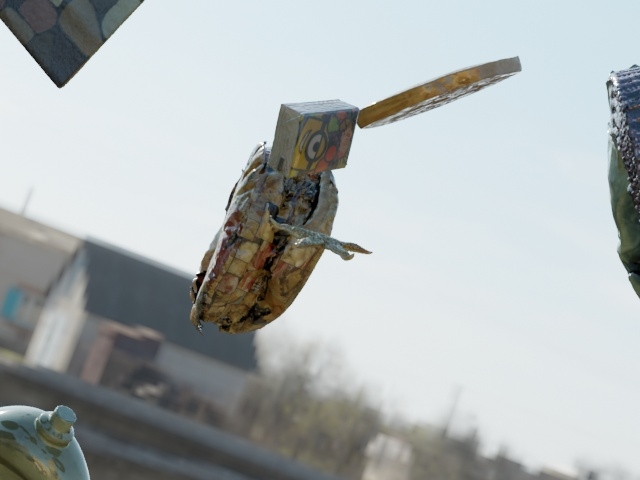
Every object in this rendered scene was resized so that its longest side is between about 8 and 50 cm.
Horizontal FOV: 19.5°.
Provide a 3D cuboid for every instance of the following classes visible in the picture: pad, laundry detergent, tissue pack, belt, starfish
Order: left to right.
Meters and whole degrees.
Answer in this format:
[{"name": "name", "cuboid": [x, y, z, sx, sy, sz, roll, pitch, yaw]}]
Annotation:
[{"name": "laundry detergent", "cuboid": [-0.338, 0.275, 2.031, 0.181, 0.253, 0.091, 45, 26, 10]}, {"name": "pad", "cuboid": [-0.268, -0.277, 1.872, 0.235, 0.158, 0.003, 49, 9, 30]}, {"name": "tissue pack", "cuboid": [-0.007, -0.092, 1.674, 0.035, 0.063, 0.083, 25, 21, 33]}, {"name": "starfish", "cuboid": [0.000, 0.000, 1.584, 0.086, 0.016, 0.092, 14, 7, -37]}, {"name": "belt", "cuboid": [0.328, -0.021, 1.701, 0.122, 0.260, 0.325, -14, -44, 6]}]

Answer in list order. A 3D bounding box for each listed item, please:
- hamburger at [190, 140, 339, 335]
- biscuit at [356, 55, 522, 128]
[{"name": "hamburger", "cuboid": [-0.063, 0.003, 1.949, 0.107, 0.231, 0.231, 20, -5, -11]}, {"name": "biscuit", "cuboid": [0.140, -0.180, 2.250, 0.220, 0.029, 0.142, -21, -3, -10]}]
